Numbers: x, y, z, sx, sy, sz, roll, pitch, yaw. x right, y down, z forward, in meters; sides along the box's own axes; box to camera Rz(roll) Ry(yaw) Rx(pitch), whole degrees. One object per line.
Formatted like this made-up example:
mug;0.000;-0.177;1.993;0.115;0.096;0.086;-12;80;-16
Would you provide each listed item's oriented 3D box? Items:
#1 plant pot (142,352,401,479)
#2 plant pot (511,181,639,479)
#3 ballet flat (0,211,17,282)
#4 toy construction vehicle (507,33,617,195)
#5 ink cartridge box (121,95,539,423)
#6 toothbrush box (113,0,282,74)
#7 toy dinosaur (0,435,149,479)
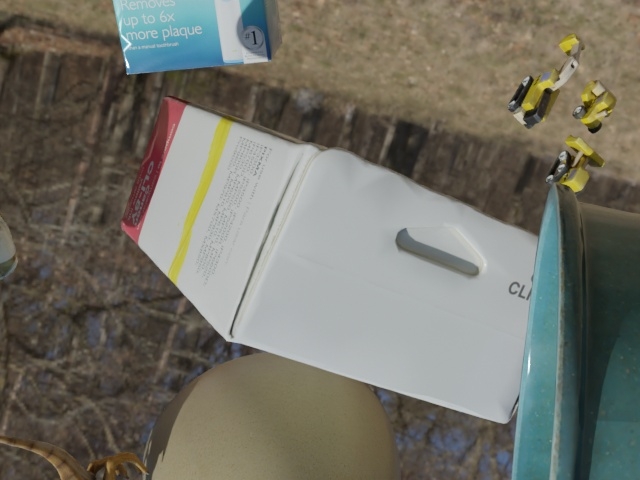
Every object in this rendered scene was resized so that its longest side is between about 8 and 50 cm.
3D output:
plant pot;-0.039;0.283;0.943;0.284;0.284;0.191;12;-163;-15
plant pot;0.281;0.152;0.512;0.333;0.341;0.341;6;-163;11
ballet flat;-0.356;0.034;0.880;0.123;0.123;0.349;17;-151;-2
toy construction vehicle;0.188;-0.093;0.686;0.086;0.098;0.035;42;159;-18
ink cartridge box;0.000;0.000;0.862;0.279;0.161;0.384;20;-176;-26
toothbrush box;-0.182;-0.399;1.300;0.216;0.296;0.126;-3;-157;7
toy dinosaur;-0.230;0.242;0.895;0.064;0.212;0.112;13;-144;34
